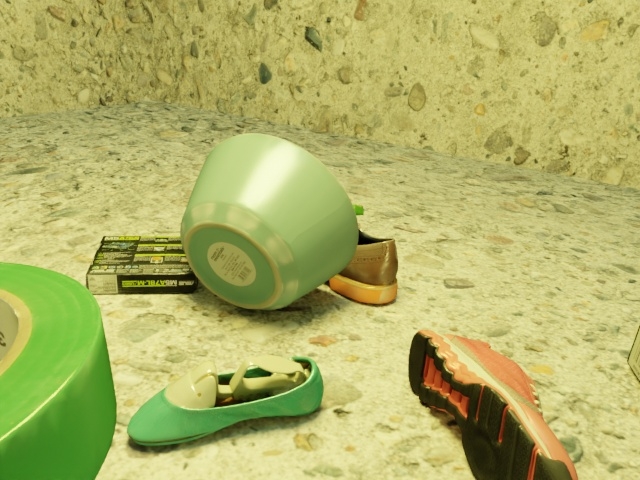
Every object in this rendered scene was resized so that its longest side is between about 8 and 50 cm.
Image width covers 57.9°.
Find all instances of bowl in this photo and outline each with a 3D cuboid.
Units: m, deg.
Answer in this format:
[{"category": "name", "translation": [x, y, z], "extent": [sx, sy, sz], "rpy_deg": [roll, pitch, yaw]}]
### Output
[{"category": "bowl", "translation": [-0.107, -0.003, 0.968], "extent": [0.311, 0.312, 0.163], "rpy_deg": [13, 42, 20]}]

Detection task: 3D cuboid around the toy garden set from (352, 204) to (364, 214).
[{"category": "toy garden set", "translation": [-0.060, -0.074, 1.158], "extent": [0.203, 0.049, 0.244], "rpy_deg": [-2, -1, 32]}]

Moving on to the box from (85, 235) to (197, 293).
[{"category": "box", "translation": [-0.325, 0.041, 1.087], "extent": [0.190, 0.045, 0.184], "rpy_deg": [0, 20, -11]}]

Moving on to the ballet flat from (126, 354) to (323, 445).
[{"category": "ballet flat", "translation": [-0.112, 0.183, 0.714], "extent": [0.247, 0.087, 0.083], "rpy_deg": [-4, 23, -22]}]

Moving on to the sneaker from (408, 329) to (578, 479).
[{"category": "sneaker", "translation": [0.229, 0.199, 0.715], "extent": [0.136, 0.116, 0.314], "rpy_deg": [-1, 22, -18]}]

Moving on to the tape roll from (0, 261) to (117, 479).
[{"category": "tape roll", "translation": [-0.290, 0.107, 0.334], "extent": [0.321, 0.077, 0.321], "rpy_deg": [-1, 21, 0]}]

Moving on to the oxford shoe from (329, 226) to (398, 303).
[{"category": "oxford shoe", "translation": [0.000, 0.000, 1.142], "extent": [0.363, 0.133, 0.130], "rpy_deg": [19, 26, 32]}]

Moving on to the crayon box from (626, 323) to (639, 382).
[{"category": "crayon box", "translation": [0.620, 0.236, 0.724], "extent": [0.312, 0.106, 0.363], "rpy_deg": [9, 22, 5]}]
